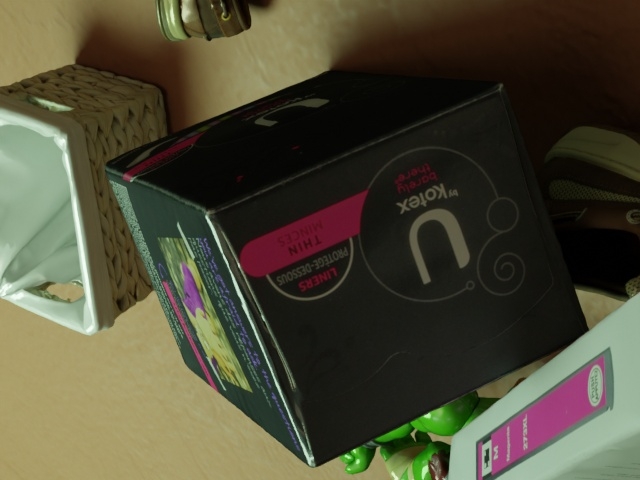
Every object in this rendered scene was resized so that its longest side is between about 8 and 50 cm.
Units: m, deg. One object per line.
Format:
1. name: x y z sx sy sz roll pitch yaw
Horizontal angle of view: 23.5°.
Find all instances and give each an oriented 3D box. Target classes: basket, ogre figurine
1. basket: -0.175 -0.035 1.120 0.113 0.103 0.167 18 125 35
2. ogre figurine: 0.107 0.147 0.973 0.197 0.097 0.118 47 141 15

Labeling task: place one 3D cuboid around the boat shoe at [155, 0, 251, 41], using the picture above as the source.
1. boat shoe: -0.072 -0.207 0.956 0.060 0.064 0.178 3 123 7

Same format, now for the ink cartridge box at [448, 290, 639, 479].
1. ink cartridge box: 0.178 0.111 0.785 0.371 0.175 0.069 118 154 -66

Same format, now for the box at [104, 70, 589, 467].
1. box: 0.000 0.000 0.856 0.143 0.165 0.270 69 165 -14

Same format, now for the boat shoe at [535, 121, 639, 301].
1. boat shoe: 0.195 0.014 0.765 0.257 0.095 0.095 17 151 55
